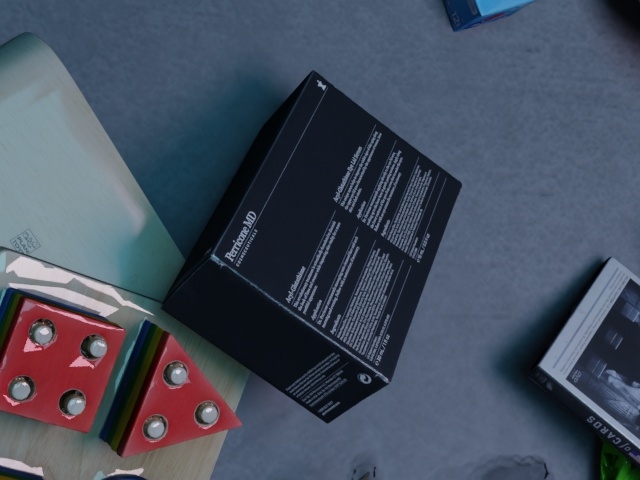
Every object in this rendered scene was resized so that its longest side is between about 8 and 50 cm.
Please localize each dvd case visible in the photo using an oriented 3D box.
[{"bbox_3d":[0.343,0.150,1.214,0.238,0.029,0.179,39,53,4],"label":"dvd case"}]

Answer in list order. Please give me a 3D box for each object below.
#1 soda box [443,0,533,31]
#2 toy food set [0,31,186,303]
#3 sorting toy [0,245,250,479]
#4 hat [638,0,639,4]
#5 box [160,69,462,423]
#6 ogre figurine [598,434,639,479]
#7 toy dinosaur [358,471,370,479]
[{"bbox_3d":[0.146,-0.328,1.235,0.071,0.067,0.210,-19,91,-19],"label":"soda box"},{"bbox_3d":[-0.266,0.001,1.064,0.219,0.092,0.306,-35,104,-18],"label":"toy food set"},{"bbox_3d":[-0.191,0.170,1.009,0.255,0.089,0.257,22,87,-29],"label":"sorting toy"},{"bbox_3d":[0.476,-0.293,1.306,0.331,0.134,0.331,0,76,-1],"label":"hat"},{"bbox_3d":[0.000,0.000,1.079,0.184,0.103,0.261,38,45,-13],"label":"box"},{"bbox_3d":[0.351,0.264,1.225,0.118,0.197,0.097,6,127,-28],"label":"ogre figurine"},{"bbox_3d":[-0.048,0.346,1.092,0.160,0.121,0.313,45,68,-21],"label":"toy dinosaur"}]
